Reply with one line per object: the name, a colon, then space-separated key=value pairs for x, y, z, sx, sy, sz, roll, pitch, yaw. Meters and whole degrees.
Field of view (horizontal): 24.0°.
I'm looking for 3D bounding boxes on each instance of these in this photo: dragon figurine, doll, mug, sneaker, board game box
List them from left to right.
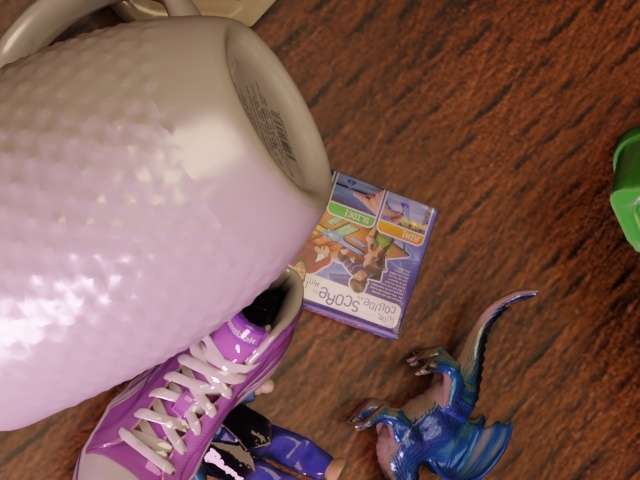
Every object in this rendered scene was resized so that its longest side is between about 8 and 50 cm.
mug: x=-0.181 y=-0.072 z=1.254 sx=0.328 sy=0.276 sz=0.374 roll=-26 pitch=55 yaw=18
sneaker: x=-0.113 y=0.125 z=1.318 sx=0.102 sy=0.161 sz=0.282 roll=36 pitch=59 yaw=3
doll: x=-0.073 y=0.189 z=1.420 sx=0.189 sy=0.046 sz=0.129 roll=27 pitch=81 yaw=-5
board game box: x=0.000 y=0.000 z=1.458 sx=0.201 sy=0.035 sz=0.136 roll=21 pitch=81 yaw=-12
dragon figurine: x=0.126 y=0.181 z=1.448 sx=0.289 sy=0.085 sz=0.144 roll=-44 pitch=99 yaw=-9

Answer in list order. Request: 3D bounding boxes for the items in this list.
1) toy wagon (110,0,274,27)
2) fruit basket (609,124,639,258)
toy wagon: x=-0.122 y=-0.373 z=1.421 sx=0.267 sy=0.068 sz=0.344 roll=-2 pitch=91 yaw=-20
fruit basket: x=0.487 y=0.009 z=1.506 sx=0.392 sy=0.283 sz=0.392 roll=33 pitch=45 yaw=-41
